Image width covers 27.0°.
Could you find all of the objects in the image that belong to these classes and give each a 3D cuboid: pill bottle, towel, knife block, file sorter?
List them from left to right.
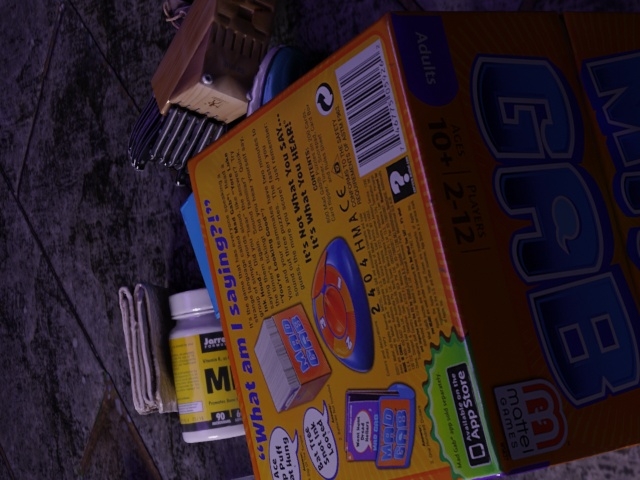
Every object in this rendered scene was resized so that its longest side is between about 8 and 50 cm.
[{"bbox_3d":[-0.232,0.157,1.940,0.282,0.049,0.187,36,-134,-84],"label":"towel"},{"bbox_3d":[-0.167,-0.219,1.778,0.242,0.088,0.275,-18,57,55],"label":"knife block"},{"bbox_3d":[-0.150,0.173,1.876,0.119,0.119,0.208,-17,82,56],"label":"pill bottle"},{"bbox_3d":[-0.097,-0.002,1.782,0.118,0.104,0.170,-46,57,50],"label":"file sorter"}]

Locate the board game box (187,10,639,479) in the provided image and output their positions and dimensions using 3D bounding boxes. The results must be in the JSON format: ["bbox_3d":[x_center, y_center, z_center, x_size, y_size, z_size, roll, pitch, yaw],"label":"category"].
[{"bbox_3d":[0.144,0.028,1.199,0.356,0.356,0.356,-27,73,54],"label":"board game box"}]

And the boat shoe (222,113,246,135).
[{"bbox_3d":[-0.118,-0.170,1.840,0.049,0.056,0.152,-4,93,43],"label":"boat shoe"}]

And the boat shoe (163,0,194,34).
[{"bbox_3d":[-0.165,-0.342,1.836,0.116,0.097,0.324,47,132,42],"label":"boat shoe"}]

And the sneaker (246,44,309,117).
[{"bbox_3d":[-0.020,-0.111,1.681,0.110,0.107,0.275,1,101,37],"label":"sneaker"}]

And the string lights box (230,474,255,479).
[{"bbox_3d":[-0.053,0.456,1.814,0.133,0.077,0.259,2,96,57],"label":"string lights box"}]
